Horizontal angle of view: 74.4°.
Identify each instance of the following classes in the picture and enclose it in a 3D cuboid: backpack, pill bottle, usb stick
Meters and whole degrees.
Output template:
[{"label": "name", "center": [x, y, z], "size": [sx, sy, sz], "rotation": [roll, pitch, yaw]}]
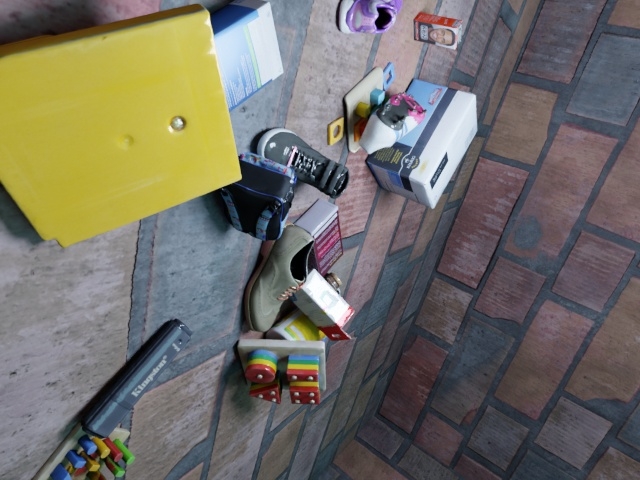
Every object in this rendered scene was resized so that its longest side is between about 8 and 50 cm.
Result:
[{"label": "backpack", "center": [-0.136, -0.084, 0.926], "size": [0.173, 0.158, 0.117], "rotation": [100, 11, -55]}, {"label": "pill bottle", "center": [-0.054, 0.291, 1.415], "size": [0.246, 0.136, 0.136], "rotation": [-34, 141, -43]}, {"label": "usb stick", "center": [-0.392, 0.295, 0.916], "size": [0.278, 0.045, 0.077], "rotation": [-52, 137, -26]}]

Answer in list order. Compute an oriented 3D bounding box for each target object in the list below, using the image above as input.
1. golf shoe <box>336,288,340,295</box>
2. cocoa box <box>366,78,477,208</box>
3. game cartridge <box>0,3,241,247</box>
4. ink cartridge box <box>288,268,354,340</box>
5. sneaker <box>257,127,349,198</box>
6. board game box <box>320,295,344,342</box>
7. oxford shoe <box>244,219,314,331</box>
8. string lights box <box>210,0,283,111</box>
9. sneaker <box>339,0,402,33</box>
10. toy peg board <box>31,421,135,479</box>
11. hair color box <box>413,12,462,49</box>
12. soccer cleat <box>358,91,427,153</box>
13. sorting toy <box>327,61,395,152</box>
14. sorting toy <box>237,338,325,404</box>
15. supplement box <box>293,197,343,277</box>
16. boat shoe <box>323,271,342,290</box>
[{"label": "golf shoe", "center": [0.021, 0.246, 1.550], "size": [0.086, 0.069, 0.176], "rotation": [167, -53, -79]}, {"label": "cocoa box", "center": [0.359, -0.333, 1.469], "size": [0.347, 0.228, 0.231], "rotation": [-60, 153, -5]}, {"label": "game cartridge", "center": [-0.288, -0.154, 0.608], "size": [0.324, 0.052, 0.285], "rotation": [-25, 140, -21]}, {"label": "ink cartridge box", "center": [0.008, 0.206, 1.313], "size": [0.078, 0.231, 0.134], "rotation": [-47, -171, -29]}, {"label": "sneaker", "center": [-0.023, -0.185, 1.031], "size": [0.296, 0.147, 0.104], "rotation": [14, 103, -61]}, {"label": "board game box", "center": [0.001, 0.356, 1.689], "size": [0.145, 0.027, 0.281], "rotation": [6, 109, -60]}, {"label": "oxford shoe", "center": [-0.114, 0.121, 1.164], "size": [0.123, 0.130, 0.348], "rotation": [-15, 127, -55]}, {"label": "string lights box", "center": [-0.184, -0.297, 0.727], "size": [0.259, 0.077, 0.133], "rotation": [-47, 149, -28]}, {"label": "sneaker", "center": [0.148, -0.559, 1.039], "size": [0.236, 0.105, 0.095], "rotation": [-40, 144, -38]}, {"label": "toy peg board", "center": [-0.493, 0.488, 0.895], "size": [0.161, 0.079, 0.160], "rotation": [-54, 152, -17]}, {"label": "hair color box", "center": [0.357, -0.640, 1.285], "size": [0.043, 0.141, 0.072], "rotation": [-53, 151, -18]}, {"label": "soccer cleat", "center": [0.210, -0.351, 1.262], "size": [0.143, 0.116, 0.331], "rotation": [-47, 175, 38]}, {"label": "sorting toy", "center": [0.142, -0.380, 1.250], "size": [0.347, 0.047, 0.196], "rotation": [-49, 150, -25]}, {"label": "sorting toy", "center": [-0.114, 0.413, 1.285], "size": [0.089, 0.256, 0.257], "rotation": [-86, 176, -46]}, {"label": "supplement box", "center": [0.000, 0.000, 1.316], "size": [0.130, 0.073, 0.239], "rotation": [-46, 148, -27]}, {"label": "boat shoe", "center": [0.018, 0.150, 1.439], "size": [0.073, 0.073, 0.207], "rotation": [-39, 176, -9]}]
